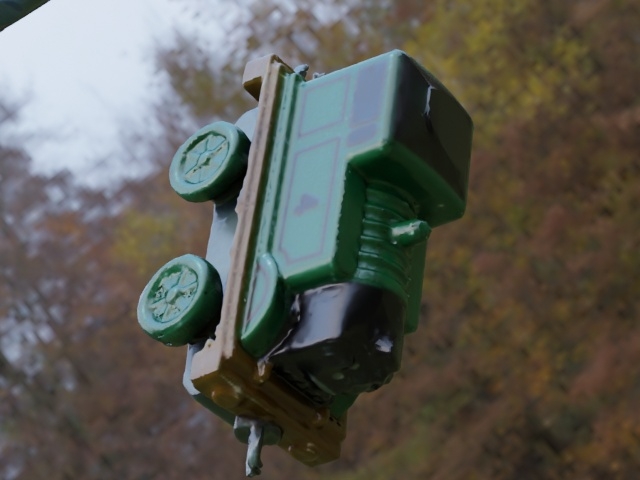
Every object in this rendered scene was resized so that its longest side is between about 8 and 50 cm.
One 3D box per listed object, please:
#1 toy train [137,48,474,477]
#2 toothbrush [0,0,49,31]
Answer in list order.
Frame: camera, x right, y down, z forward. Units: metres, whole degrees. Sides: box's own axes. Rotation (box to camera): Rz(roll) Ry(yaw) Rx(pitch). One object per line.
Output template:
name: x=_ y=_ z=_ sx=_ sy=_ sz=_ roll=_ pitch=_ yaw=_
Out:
toy train: x=0.000 y=0.000 z=0.864 sx=0.136 sy=0.227 sz=0.091 roll=-21 pitch=-44 yaw=33
toothbrush: x=-0.104 y=-0.083 z=0.639 sx=0.276 sy=0.019 sz=0.025 roll=-23 pitch=43 yaw=49
